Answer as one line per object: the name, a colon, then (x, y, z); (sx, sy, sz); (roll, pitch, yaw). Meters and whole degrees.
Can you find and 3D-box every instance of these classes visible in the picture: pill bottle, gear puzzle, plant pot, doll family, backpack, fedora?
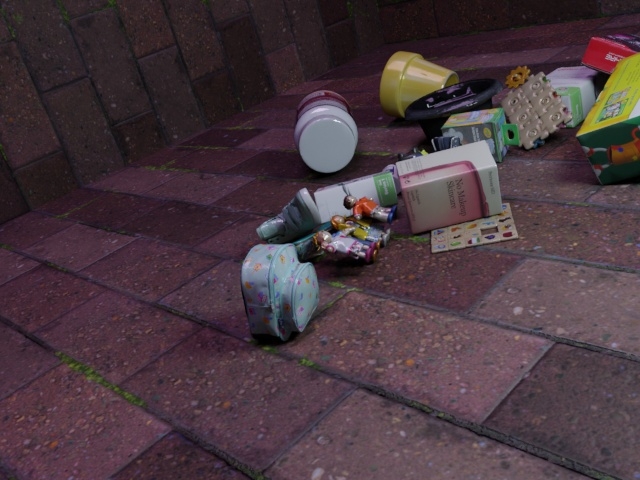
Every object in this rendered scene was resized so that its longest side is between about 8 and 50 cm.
pill bottle: (0.211, -0.183, 1.989); (0.067, 0.067, 0.120); (-11, 24, 13)
pill bottle: (0.018, -0.389, 2.381); (0.224, 0.224, 0.392); (-15, 24, 5)
gear puzzle: (0.648, -0.420, 2.066); (0.175, 0.044, 0.339); (-37, 43, 25)
plant pot: (0.390, -0.582, 2.570); (0.239, 0.254, 0.254); (19, 40, 30)
doll family: (0.073, -0.008, 1.646); (0.163, 0.118, 0.263); (17, 39, 17)
backpack: (-0.088, 0.100, 1.409); (0.144, 0.188, 0.166); (-5, 25, 25)
fedora: (0.456, -0.420, 2.238); (0.334, 0.152, 0.334); (-18, 22, 8)

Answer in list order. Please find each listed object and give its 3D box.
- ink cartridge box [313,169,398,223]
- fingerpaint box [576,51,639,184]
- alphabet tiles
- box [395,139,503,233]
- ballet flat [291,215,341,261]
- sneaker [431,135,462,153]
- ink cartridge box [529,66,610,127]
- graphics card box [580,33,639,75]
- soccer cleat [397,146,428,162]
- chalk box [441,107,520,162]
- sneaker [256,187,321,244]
ink cartridge box: (0.098, -0.122, 1.858); (0.219, 0.092, 0.160); (-14, 7, 5)
fingerpaint box: (0.886, -0.352, 1.629); (0.371, 0.163, 0.445); (-17, 24, 45)
alphabet tiles: (0.370, -0.040, 1.641); (0.198, 0.009, 0.237); (-11, 24, 14)
box: (0.317, -0.131, 1.655); (0.232, 0.148, 0.126); (-14, 36, 8)
ballet flat: (0.000, 0.000, 1.733); (0.188, 0.070, 0.070); (-31, 27, -36)
sneaker: (0.327, -0.191, 1.813); (0.086, 0.163, 0.226); (3, 32, 35)
ink cartridge box: (0.793, -0.468, 2.170); (0.273, 0.114, 0.198); (-33, 29, -32)
graphics card box: (0.996, -0.563, 2.082); (0.233, 0.094, 0.371); (32, 33, 31)
soccer cleat: (0.280, -0.206, 1.967); (0.093, 0.121, 0.289); (-19, 1, 14)
chalk box: (0.490, -0.312, 2.009); (0.213, 0.132, 0.132); (-2, 28, 29)
sneaker: (-0.088, -0.045, 1.749); (0.151, 0.094, 0.256); (-23, -15, -14)
